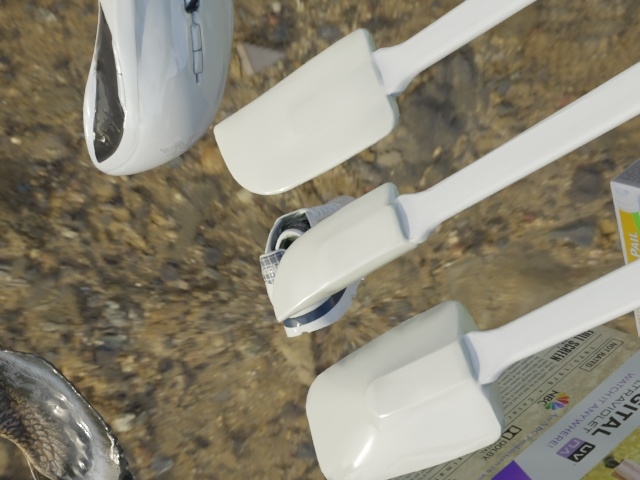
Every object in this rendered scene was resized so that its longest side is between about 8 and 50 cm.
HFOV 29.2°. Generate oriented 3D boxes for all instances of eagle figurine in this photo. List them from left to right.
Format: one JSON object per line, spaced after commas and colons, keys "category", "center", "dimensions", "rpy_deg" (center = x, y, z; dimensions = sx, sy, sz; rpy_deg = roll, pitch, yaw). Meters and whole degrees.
{"category": "eagle figurine", "center": [-0.362, 0.193, 1.399], "dimensions": [0.298, 0.226, 0.225], "rpy_deg": [24, 128, -28]}

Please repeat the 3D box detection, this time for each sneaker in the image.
{"category": "sneaker", "center": [0.000, 0.000, 1.242], "dimensions": [0.090, 0.235, 0.094], "rpy_deg": [-25, 109, 22]}

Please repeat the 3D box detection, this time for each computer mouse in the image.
{"category": "computer mouse", "center": [-0.062, -0.104, 0.546], "dimensions": [0.042, 0.193, 0.106], "rpy_deg": [36, 44, 29]}

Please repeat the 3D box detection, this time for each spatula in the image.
{"category": "spatula", "center": [0.071, -0.024, 0.437], "dimensions": [0.242, 0.019, 0.168], "rpy_deg": [-29, 65, 29]}

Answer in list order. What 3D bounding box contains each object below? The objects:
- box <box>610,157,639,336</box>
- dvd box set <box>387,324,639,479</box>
{"category": "box", "center": [0.384, 0.011, 1.250], "dimensions": [0.103, 0.114, 0.203], "rpy_deg": [-34, 123, -26]}
{"category": "dvd box set", "center": [0.184, 0.185, 0.579], "dimensions": [0.308, 0.420, 0.062], "rpy_deg": [-35, 122, -28]}
